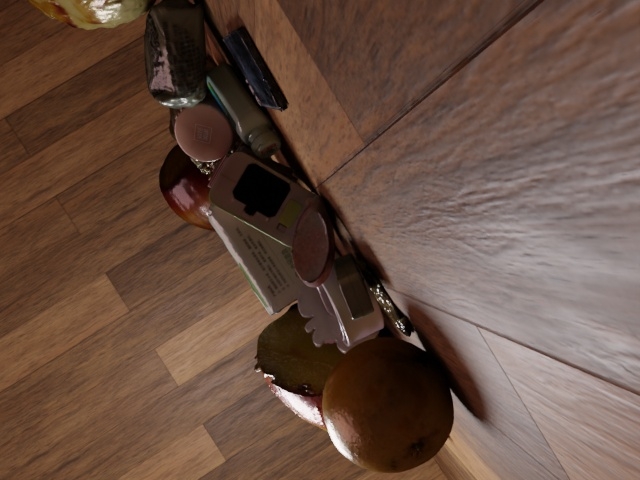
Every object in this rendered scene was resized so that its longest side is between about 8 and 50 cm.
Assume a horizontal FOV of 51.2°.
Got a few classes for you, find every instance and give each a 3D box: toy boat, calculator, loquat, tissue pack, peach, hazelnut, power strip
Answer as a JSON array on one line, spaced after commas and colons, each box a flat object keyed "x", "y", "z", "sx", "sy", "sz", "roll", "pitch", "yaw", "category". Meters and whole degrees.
[{"x": 0.000, "y": 0.000, "z": 1.546, "sx": 0.282, "sy": 0.096, "sz": 0.206, "roll": -7, "pitch": -82, "yaw": -80, "category": "toy boat"}, {"x": -0.125, "y": -0.316, "z": 1.243, "sx": 0.161, "sy": 0.021, "sz": 0.262, "roll": 60, "pitch": 175, "yaw": -19, "category": "calculator"}, {"x": 0.133, "y": 0.326, "z": 1.319, "sx": 0.263, "sy": 0.263, "sz": 0.263, "roll": 57, "pitch": 176, "yaw": 6, "category": "loquat"}, {"x": -0.127, "y": 0.002, "z": 1.923, "sx": 0.357, "sy": 0.266, "sz": 0.194, "roll": 58, "pitch": 171, "yaw": 3, "category": "tissue pack"}, {"x": 0.019, "y": 0.359, "z": 1.893, "sx": 0.416, "sy": 0.339, "sz": 0.353, "roll": 35, "pitch": 138, "yaw": -3, "category": "peach"}, {"x": -0.355, "y": -0.203, "z": 2.265, "sx": 0.402, "sy": 0.402, "sz": 0.429, "roll": 59, "pitch": 163, "yaw": -21, "category": "hazelnut"}, {"x": 0.068, "y": 0.089, "z": 1.451, "sx": 0.288, "sy": 0.053, "sz": 0.093, "roll": -99, "pitch": -15, "yaw": -81, "category": "power strip"}]

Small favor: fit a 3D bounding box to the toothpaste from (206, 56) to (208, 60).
[{"x": -0.417, "y": -0.599, "z": 2.220, "sx": 0.321, "sy": 0.076, "sz": 0.066, "roll": 59, "pitch": 176, "yaw": -7, "category": "toothpaste"}]

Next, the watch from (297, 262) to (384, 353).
[{"x": 0.041, "y": 0.151, "z": 1.672, "sx": 0.244, "sy": 0.196, "sz": 0.231, "roll": 59, "pitch": 170, "yaw": 31, "category": "watch"}]

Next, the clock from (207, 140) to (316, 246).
[{"x": -0.157, "y": -0.133, "z": 1.652, "sx": 0.235, "sy": 0.166, "sz": 0.309, "roll": 30, "pitch": -176, "yaw": -18, "category": "clock"}]

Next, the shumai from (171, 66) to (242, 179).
[{"x": -0.318, "y": -0.355, "z": 1.874, "sx": 0.283, "sy": 0.217, "sz": 0.346, "roll": 53, "pitch": 177, "yaw": 43, "category": "shumai"}]

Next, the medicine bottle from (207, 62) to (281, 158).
[{"x": -0.173, "y": -0.294, "z": 1.544, "sx": 0.229, "sy": 0.083, "sz": 0.121, "roll": 56, "pitch": 180, "yaw": 18, "category": "medicine bottle"}]

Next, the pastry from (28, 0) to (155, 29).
[{"x": -0.514, "y": -0.634, "z": 1.405, "sx": 0.389, "sy": 0.312, "sz": 0.388, "roll": 58, "pitch": 174, "yaw": 9, "category": "pastry"}]

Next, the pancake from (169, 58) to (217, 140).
[{"x": -0.400, "y": -0.441, "z": 2.099, "sx": 0.049, "sy": 0.294, "sz": 0.294, "roll": 11, "pitch": -148, "yaw": -42, "category": "pancake"}]

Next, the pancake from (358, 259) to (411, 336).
[{"x": 0.136, "y": 0.123, "z": 1.421, "sx": 0.191, "sy": 0.020, "sz": 0.184, "roll": 57, "pitch": 177, "yaw": -3, "category": "pancake"}]

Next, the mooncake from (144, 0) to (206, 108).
[{"x": -0.331, "y": -0.425, "z": 1.518, "sx": 0.250, "sy": 0.136, "sz": 0.255, "roll": -121, "pitch": 30, "yaw": -67, "category": "mooncake"}]

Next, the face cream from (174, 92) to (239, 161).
[{"x": -0.274, "y": -0.281, "z": 1.655, "sx": 0.149, "sy": 0.149, "sz": 0.104, "roll": 59, "pitch": -158, "yaw": -19, "category": "face cream"}]
